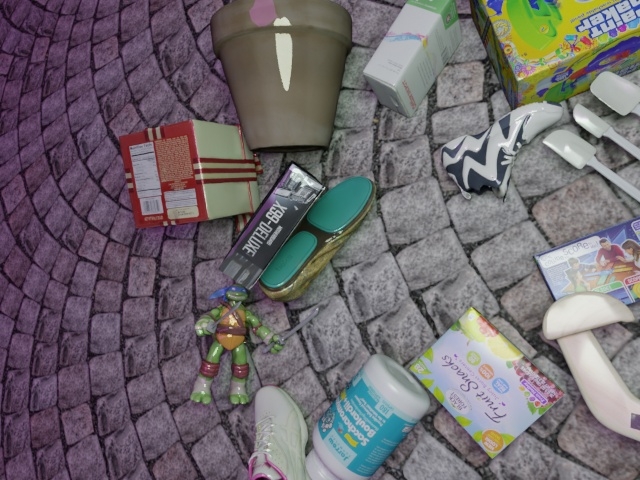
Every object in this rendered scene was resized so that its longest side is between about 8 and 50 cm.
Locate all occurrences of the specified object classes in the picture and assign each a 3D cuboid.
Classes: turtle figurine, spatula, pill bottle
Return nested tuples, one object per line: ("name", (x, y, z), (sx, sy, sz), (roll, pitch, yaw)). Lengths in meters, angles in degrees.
("turtle figurine", (-0.189, 0.243, 0.944), (0.274, 0.197, 0.267), (12, 89, 29))
("spatula", (0.552, -0.170, 0.740), (0.242, 0.019, 0.168), (40, 94, 10))
("pill bottle", (0.083, 0.367, 0.824), (0.146, 0.146, 0.264), (40, 98, 25))

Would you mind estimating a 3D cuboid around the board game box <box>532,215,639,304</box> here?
("board game box", (0.512, 0.051, 0.746), (0.201, 0.035, 0.136), (-24, 72, 19))

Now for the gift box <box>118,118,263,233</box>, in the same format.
("gift box", (-0.309, -0.141, 1.039), (0.255, 0.258, 0.277), (1, 101, 23))

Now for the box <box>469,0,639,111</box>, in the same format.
("box", (0.464, -0.434, 0.776), (0.289, 0.177, 0.279), (-21, 74, 20))

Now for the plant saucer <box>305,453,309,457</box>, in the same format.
("plant saucer", (-0.003, 0.621, 0.875), (0.310, 0.050, 0.311), (-5, 79, 25))

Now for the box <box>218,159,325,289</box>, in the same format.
("box", (-0.102, -0.053, 0.903), (0.076, 0.307, 0.242), (35, 97, -10))

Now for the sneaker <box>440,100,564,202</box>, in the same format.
("sneaker", (0.369, -0.158, 0.817), (0.234, 0.094, 0.153), (-21, 76, 18))

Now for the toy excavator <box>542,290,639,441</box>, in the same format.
("toy excavator", (0.554, 0.306, 0.586), (0.444, 0.222, 0.433), (4, 82, 27))

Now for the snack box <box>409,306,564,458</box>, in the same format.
("snack box", (0.305, 0.259, 0.785), (0.174, 0.070, 0.207), (-47, 65, 10))

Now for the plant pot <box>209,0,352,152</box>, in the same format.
("plant pot", (-0.081, -0.352, 0.965), (0.323, 0.323, 0.281), (1, 99, 25))

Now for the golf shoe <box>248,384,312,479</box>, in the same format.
("golf shoe", (-0.092, 0.438, 0.868), (0.115, 0.140, 0.306), (-37, 49, 13))

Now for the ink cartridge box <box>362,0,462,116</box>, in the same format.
("ink cartridge box", (0.202, -0.400, 0.900), (0.093, 0.154, 0.212), (34, 96, 25))

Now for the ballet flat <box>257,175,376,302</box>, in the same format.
("ballet flat", (0.000, 0.000, 0.935), (0.123, 0.123, 0.348), (34, 72, 25))
